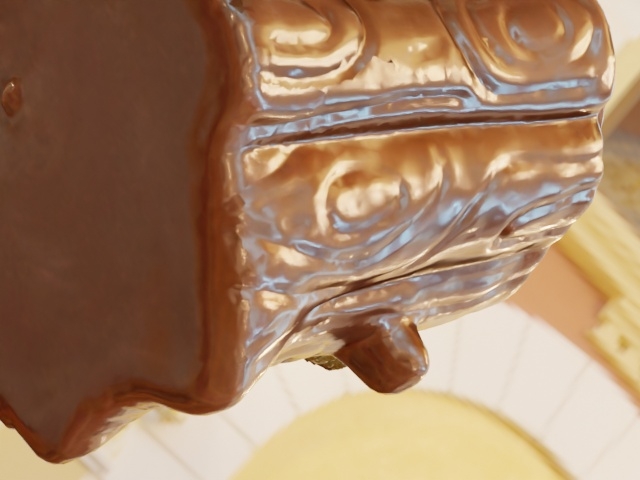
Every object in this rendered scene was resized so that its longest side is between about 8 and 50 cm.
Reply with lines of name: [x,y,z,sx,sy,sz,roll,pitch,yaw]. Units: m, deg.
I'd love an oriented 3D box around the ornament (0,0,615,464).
ornament: [-0.023,-0.059,0.632,0.235,0.217,0.221,41,-59,31]

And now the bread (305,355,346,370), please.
bread: [0.000,0.000,1.092,0.128,0.140,0.069,42,-48,-20]
